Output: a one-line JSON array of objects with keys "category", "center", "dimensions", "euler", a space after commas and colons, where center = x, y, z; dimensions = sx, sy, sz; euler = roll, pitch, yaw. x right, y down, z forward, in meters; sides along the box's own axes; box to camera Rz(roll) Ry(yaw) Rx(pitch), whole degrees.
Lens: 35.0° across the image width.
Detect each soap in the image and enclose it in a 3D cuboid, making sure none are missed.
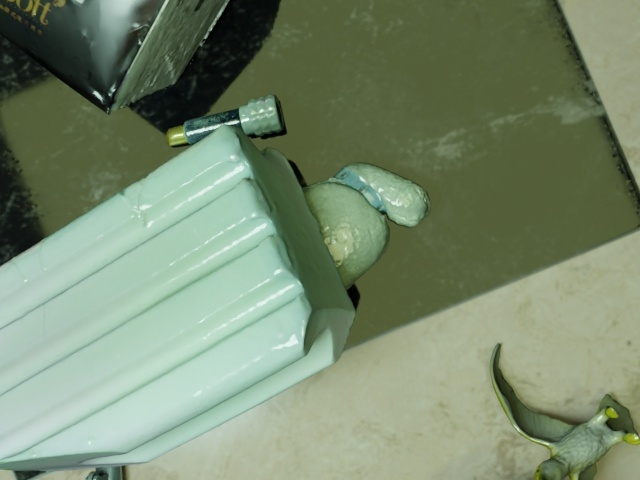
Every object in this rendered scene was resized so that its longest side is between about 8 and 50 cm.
[{"category": "soap", "center": [-0.159, 0.077, 0.893], "dimensions": [0.346, 0.115, 0.208], "euler": [-30, 69, 15]}]

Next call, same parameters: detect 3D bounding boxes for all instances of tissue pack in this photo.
[{"category": "tissue pack", "center": [-0.245, -0.298, 0.877], "dimensions": [0.370, 0.198, 0.210], "euler": [37, 109, 2]}]

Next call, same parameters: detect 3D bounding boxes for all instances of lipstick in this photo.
[{"category": "lipstick", "center": [-0.095, -0.110, 0.969], "dimensions": [0.116, 0.037, 0.037], "euler": [-11, 90, 7]}]

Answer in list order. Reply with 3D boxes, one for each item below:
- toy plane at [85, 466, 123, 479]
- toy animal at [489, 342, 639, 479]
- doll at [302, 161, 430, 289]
[{"category": "toy plane", "center": [-0.203, 0.306, 0.966], "dimensions": [0.225, 0.058, 0.226], "euler": [-4, 90, 19]}, {"category": "toy animal", "center": [0.229, 0.178, 0.902], "dimensions": [0.095, 0.155, 0.219], "euler": [-35, 80, 12]}, {"category": "doll", "center": [0.000, 0.000, 0.944], "dimensions": [0.214, 0.071, 0.104], "euler": [-33, 90, 8]}]
